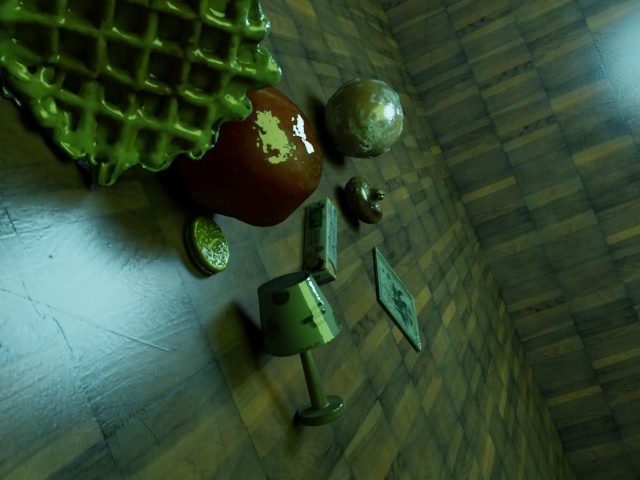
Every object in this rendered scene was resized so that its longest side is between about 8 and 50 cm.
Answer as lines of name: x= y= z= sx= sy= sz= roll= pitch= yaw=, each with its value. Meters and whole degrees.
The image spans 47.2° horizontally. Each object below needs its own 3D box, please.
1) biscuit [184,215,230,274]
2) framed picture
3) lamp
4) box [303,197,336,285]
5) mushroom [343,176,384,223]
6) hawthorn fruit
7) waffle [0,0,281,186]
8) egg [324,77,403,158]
biscuit: x=-0.156 y=0.007 z=1.009 sx=0.084 sy=0.023 sz=0.084 roll=50 pitch=27 yaw=-38
framed picture: x=0.185 y=0.143 z=1.768 sx=0.231 sy=0.010 sz=0.173 roll=51 pitch=25 yaw=-39
lamp: x=-0.021 y=0.157 z=1.064 sx=0.121 sy=0.121 sz=0.215 roll=-43 pitch=119 yaw=-69
box: x=0.000 y=0.000 z=1.380 sx=0.041 sy=0.049 sz=0.207 roll=55 pitch=23 yaw=-35
mushroom: x=0.100 y=-0.092 z=1.691 sx=0.126 sy=0.085 sz=0.109 roll=53 pitch=-10 yaw=-32
hawthorn fruit: x=-0.117 y=-0.129 z=1.014 sx=0.253 sy=0.205 sz=0.205 roll=21 pitch=49 yaw=-53
waffle: x=-0.200 y=-0.222 z=0.789 sx=0.317 sy=0.297 sz=0.073 roll=60 pitch=-4 yaw=-38
egg: x=0.103 y=-0.289 z=1.753 sx=0.195 sy=0.194 sz=0.233 roll=61 pitch=17 yaw=-19
